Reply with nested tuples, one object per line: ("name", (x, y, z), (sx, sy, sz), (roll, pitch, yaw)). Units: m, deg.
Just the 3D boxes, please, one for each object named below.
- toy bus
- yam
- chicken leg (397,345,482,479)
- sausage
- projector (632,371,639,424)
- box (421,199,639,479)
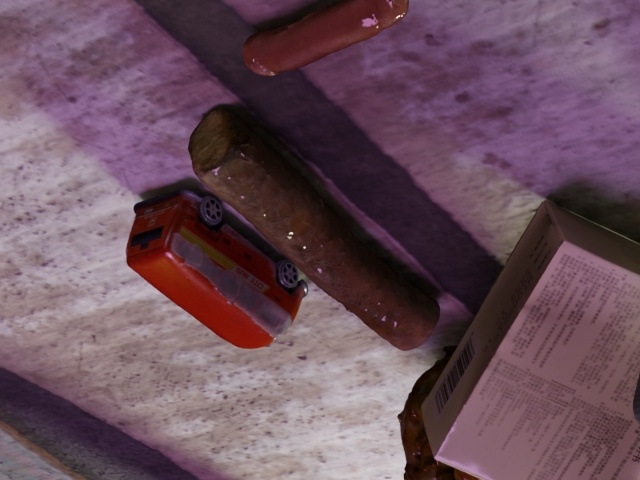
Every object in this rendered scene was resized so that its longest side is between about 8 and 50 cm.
("toy bus", (-0.090, 0.030, 1.572), (0.079, 0.077, 0.174), (-17, 134, 41))
("yam", (0.000, 0.000, 1.503), (0.066, 0.066, 0.300), (-13, 138, 38))
("chicken leg", (0.174, 0.273, 1.676), (0.182, 0.295, 0.409), (18, 165, 34))
("sausage", (0.006, -0.153, 1.293), (0.042, 0.036, 0.158), (-1, 167, -45))
("projector", (0.321, 0.035, 1.253), (0.163, 0.242, 0.177), (13, 174, 3))
("box", (0.205, 0.102, 1.437), (0.168, 0.095, 0.212), (26, 108, -11))
